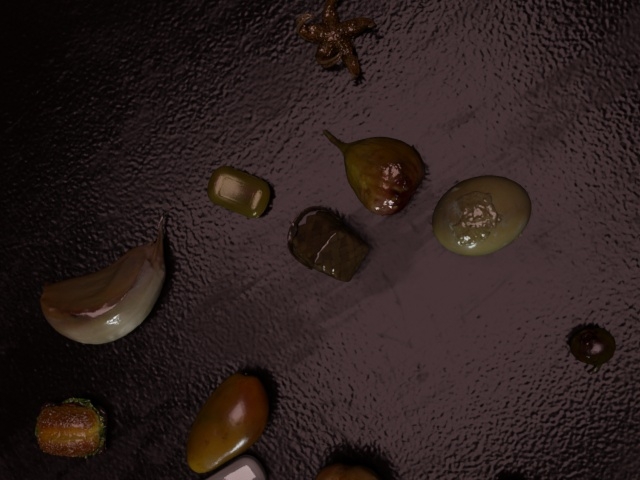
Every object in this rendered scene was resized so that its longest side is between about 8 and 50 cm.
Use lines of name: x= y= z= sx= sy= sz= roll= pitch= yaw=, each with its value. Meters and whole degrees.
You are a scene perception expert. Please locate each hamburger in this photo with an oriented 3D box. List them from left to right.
hamburger: x=-0.561 y=0.419 z=1.897 sx=0.165 sy=0.087 sz=0.137 roll=2 pitch=92 yaw=9

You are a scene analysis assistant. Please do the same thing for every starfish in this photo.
starfish: x=0.043 y=-0.427 z=1.777 sx=0.146 sy=0.074 sz=0.190 roll=-34 pitch=87 yaw=10

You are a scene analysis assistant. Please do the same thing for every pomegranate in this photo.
pomegranate: x=0.061 y=0.565 z=1.760 sx=0.196 sy=0.196 sz=0.196 roll=0 pitch=92 yaw=9

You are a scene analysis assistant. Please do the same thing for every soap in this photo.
soap: x=-0.177 y=-0.105 z=1.839 sx=0.140 sy=0.045 sz=0.089 roll=23 pitch=93 yaw=9

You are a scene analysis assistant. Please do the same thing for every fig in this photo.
fig: x=0.097 y=-0.166 z=1.761 sx=0.257 sy=0.159 sz=0.159 roll=37 pitch=98 yaw=27
fig: x=0.560 y=0.222 z=1.726 sx=0.084 sy=0.082 sz=0.098 roll=-44 pitch=125 yaw=-6

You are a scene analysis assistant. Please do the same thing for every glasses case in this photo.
glasses case: x=-0.224 y=0.555 z=1.862 sx=0.233 sy=0.059 sz=0.092 roll=-35 pitch=88 yaw=8

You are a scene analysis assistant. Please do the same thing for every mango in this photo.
mango: x=-0.199 y=0.400 z=1.826 sx=0.138 sy=0.113 sz=0.253 roll=37 pitch=99 yaw=7

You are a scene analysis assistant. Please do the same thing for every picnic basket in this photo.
picnic basket: x=0.000 y=0.000 z=1.780 sx=0.178 sy=0.137 sz=0.128 roll=29 pitch=89 yaw=45

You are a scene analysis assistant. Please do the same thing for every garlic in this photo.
garlic: x=-0.451 y=0.101 z=1.849 sx=0.338 sy=0.151 sz=0.196 roll=-30 pitch=75 yaw=8

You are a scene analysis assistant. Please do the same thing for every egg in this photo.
egg: x=0.323 y=-0.050 z=1.703 sx=0.201 sy=0.164 sz=0.164 roll=-20 pitch=89 yaw=5
